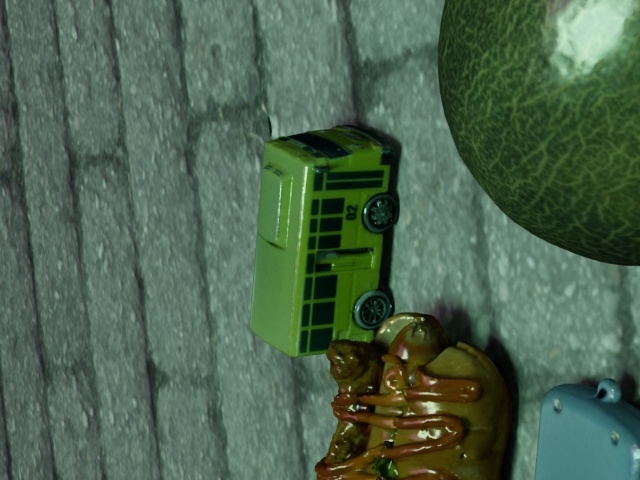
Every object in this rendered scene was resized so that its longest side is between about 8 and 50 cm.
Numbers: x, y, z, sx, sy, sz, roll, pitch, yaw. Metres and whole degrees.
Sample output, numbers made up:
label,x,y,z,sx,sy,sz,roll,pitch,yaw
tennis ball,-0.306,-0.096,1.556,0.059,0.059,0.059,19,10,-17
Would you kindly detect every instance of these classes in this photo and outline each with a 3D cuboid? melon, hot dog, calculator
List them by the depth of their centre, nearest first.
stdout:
label,x,y,z,sx,sy,sz,roll,pitch,yaw
melon,0.191,-0.123,0.987,0.301,0.237,0.237,-59,45,45
calculator,0.185,0.192,1.271,0.121,0.039,0.210,26,117,56
hot dog,0.053,0.223,1.443,0.158,0.117,0.349,41,130,51

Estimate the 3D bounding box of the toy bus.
label,x,y,z,sx,sy,sz,roll,pitch,yaw
toy bus,0.000,0.000,1.515,0.088,0.101,0.175,31,120,57
